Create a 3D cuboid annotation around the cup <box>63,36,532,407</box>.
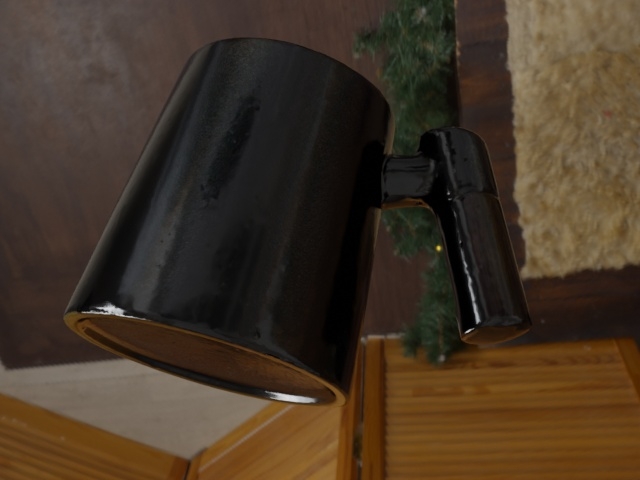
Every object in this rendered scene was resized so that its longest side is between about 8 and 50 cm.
[{"bbox_3d":[-0.008,0.004,0.481,0.239,0.177,0.166,19,159,-9],"label":"cup"}]
